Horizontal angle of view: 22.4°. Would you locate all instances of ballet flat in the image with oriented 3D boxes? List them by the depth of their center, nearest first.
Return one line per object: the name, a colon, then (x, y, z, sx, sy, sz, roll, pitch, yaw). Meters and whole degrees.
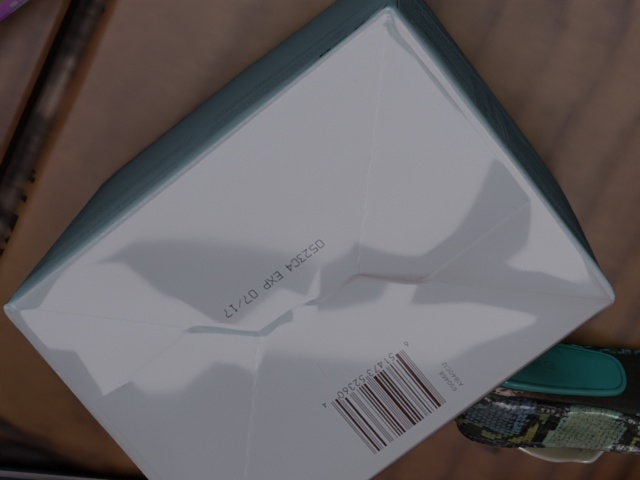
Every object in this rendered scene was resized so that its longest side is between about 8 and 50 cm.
ballet flat: (0.155, 0.087, 0.808, 0.188, 0.070, 0.070, 10, 104, 2)

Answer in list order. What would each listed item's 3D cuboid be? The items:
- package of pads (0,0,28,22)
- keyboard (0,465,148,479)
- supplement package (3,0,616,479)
package of pads: (-0.224, -0.180, 0.733, 0.296, 0.101, 0.229, -35, 98, 11)
keyboard: (-0.217, 0.213, 0.866, 0.317, 0.033, 0.202, 5, 98, 3)
supplement package: (0.000, 0.000, 0.714, 0.194, 0.203, 0.149, -37, 100, 11)
